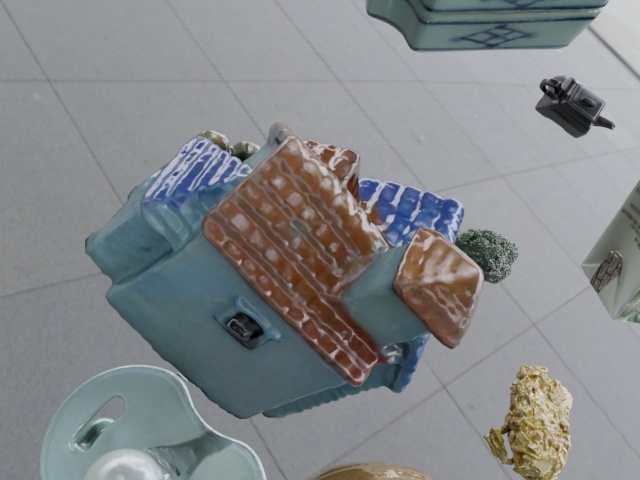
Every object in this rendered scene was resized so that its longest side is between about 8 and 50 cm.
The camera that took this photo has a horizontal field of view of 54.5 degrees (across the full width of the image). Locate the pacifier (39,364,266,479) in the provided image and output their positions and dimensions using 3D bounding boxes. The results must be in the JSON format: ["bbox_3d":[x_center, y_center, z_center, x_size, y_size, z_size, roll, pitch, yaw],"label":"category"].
[{"bbox_3d":[-0.243,0.328,0.811,0.343,0.269,0.288,38,78,13],"label":"pacifier"}]

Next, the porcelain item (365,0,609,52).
[{"bbox_3d":[0.180,-0.353,0.650,0.286,0.157,0.281,-1,77,-4],"label":"porcelain item"}]

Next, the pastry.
[{"bbox_3d":[0.435,0.381,1.277,0.154,0.102,0.250,29,49,1],"label":"pastry"}]

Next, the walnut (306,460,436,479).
[{"bbox_3d":[0.027,0.372,0.522,0.306,0.344,0.306,48,-5,5],"label":"walnut"}]

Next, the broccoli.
[{"bbox_3d":[0.388,0.031,1.490,0.162,0.145,0.138,15,32,0],"label":"broccoli"}]

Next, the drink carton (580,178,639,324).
[{"bbox_3d":[0.509,-0.036,0.777,0.194,0.324,0.132,13,34,-10],"label":"drink carton"}]

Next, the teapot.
[{"bbox_3d":[0.529,-0.279,1.278,0.177,0.087,0.096,32,1,-11],"label":"teapot"}]

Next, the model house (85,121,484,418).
[{"bbox_3d":[0.000,0.000,0.583,0.295,0.329,0.251,47,49,-16],"label":"model house"}]
